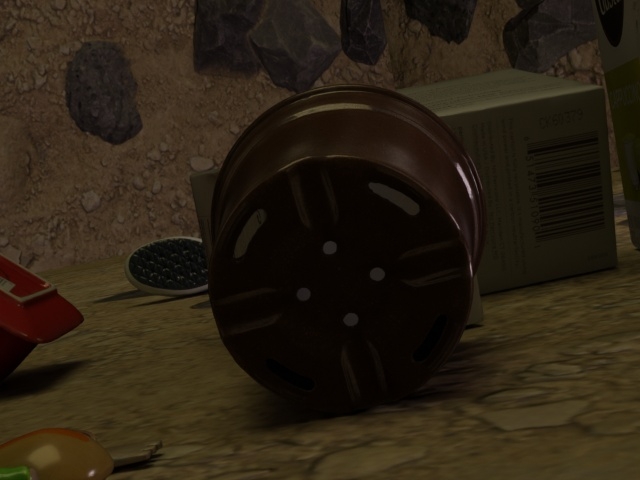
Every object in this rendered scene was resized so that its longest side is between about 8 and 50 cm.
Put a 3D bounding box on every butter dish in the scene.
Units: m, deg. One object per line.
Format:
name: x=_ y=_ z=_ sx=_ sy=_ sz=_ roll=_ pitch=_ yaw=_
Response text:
butter dish: x=-0.282 y=0.064 z=0.871 sx=0.160 sy=0.118 sz=0.160 roll=31 pitch=3 yaw=0

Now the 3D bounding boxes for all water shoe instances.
water shoe: x=-0.134 y=0.036 z=1.397 sx=0.203 sy=0.073 sz=0.080 roll=-7 pitch=-19 yaw=-12

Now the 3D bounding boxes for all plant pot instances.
plant pot: x=0.012 y=0.006 z=0.614 sx=0.167 sy=0.167 sz=0.165 roll=-10 pitch=11 yaw=5

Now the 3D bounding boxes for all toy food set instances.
toy food set: x=-0.142 y=0.096 z=0.449 sx=0.132 sy=0.038 sz=0.192 roll=-10 pitch=3 yaw=6

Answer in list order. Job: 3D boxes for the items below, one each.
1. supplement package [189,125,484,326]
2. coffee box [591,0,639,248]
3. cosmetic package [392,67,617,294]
supplement package: x=0.000 y=0.000 z=0.842 sx=0.139 sy=0.134 sz=0.244 roll=-11 pitch=4 yaw=-15
coffee box: x=0.403 y=-0.174 z=0.857 sx=0.338 sy=0.334 sz=0.337 roll=-10 pitch=3 yaw=3
cosmetic package: x=0.137 y=-0.055 z=0.973 sx=0.151 sy=0.151 sz=0.183 roll=-11 pitch=14 yaw=-12
